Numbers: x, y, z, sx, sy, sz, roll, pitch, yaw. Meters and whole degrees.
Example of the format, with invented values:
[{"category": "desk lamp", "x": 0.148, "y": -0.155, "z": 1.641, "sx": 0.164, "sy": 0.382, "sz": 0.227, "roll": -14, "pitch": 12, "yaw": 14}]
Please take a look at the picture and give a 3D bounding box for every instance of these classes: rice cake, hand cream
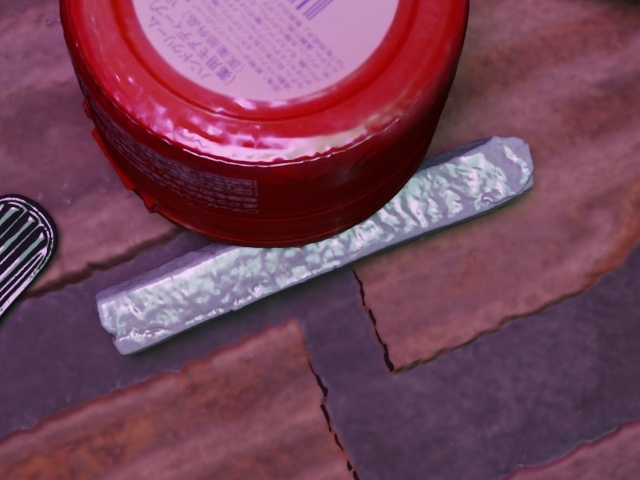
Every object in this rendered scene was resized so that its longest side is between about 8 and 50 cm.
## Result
[{"category": "rice cake", "x": 0.000, "y": 0.000, "z": 0.690, "sx": 0.245, "sy": 0.045, "sz": 0.042, "roll": -21, "pitch": 91, "yaw": -7}, {"category": "hand cream", "x": -0.026, "y": -0.100, "z": 0.629, "sx": 0.193, "sy": 0.125, "sz": 0.193, "roll": 0, "pitch": 76, "yaw": -2}]

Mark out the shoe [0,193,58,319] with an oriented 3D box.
[{"category": "shoe", "x": -0.197, "y": 0.041, "z": 0.665, "sx": 0.062, "sy": 0.053, "sz": 0.159, "roll": 41, "pitch": 82, "yaw": -8}]
